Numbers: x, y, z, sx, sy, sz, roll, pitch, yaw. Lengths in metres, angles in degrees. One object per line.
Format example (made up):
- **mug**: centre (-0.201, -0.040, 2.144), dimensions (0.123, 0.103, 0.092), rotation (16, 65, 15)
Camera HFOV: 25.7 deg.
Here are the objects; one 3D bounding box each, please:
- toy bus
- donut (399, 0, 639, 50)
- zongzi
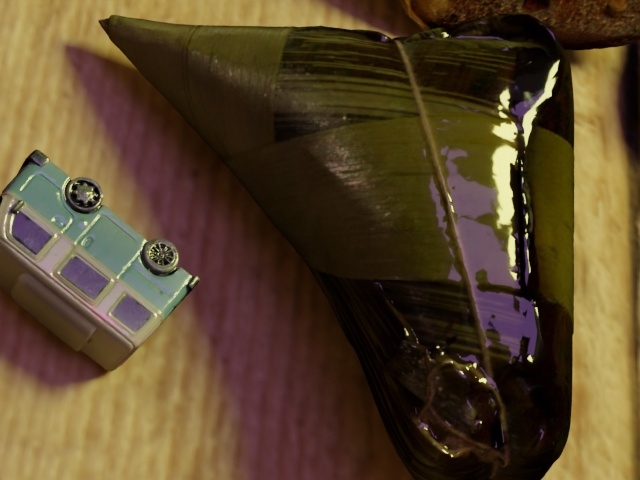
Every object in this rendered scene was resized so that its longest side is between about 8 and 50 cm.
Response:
- **toy bus**: centre (-0.142, 0.015, 0.813), dimensions (0.123, 0.060, 0.075), rotation (39, 56, -5)
- **donut**: centre (0.134, -0.227, 1.053), dimensions (0.295, 0.151, 0.112), rotation (29, 34, -33)
- **zongzi**: centre (0.000, 0.000, 0.867), dimensions (0.317, 0.154, 0.289), rotation (7, 62, -1)
